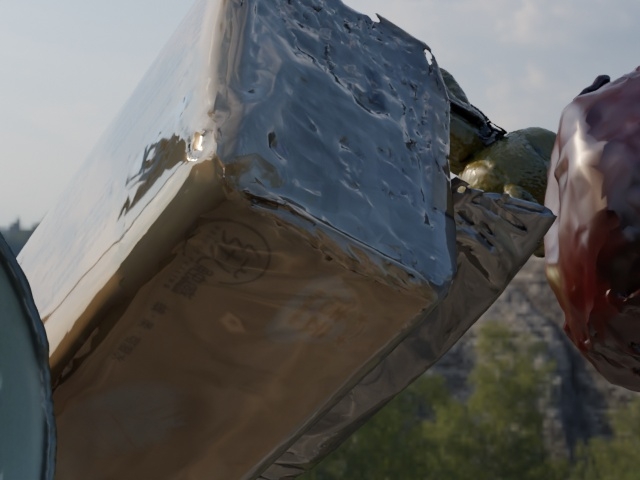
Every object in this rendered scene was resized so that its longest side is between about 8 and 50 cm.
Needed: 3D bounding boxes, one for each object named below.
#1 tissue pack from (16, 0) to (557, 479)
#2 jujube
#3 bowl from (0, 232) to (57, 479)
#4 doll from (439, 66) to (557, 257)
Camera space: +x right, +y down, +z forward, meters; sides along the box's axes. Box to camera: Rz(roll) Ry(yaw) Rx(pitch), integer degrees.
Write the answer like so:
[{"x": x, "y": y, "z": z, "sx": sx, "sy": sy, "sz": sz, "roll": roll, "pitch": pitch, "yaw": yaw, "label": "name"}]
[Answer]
[{"x": -0.041, "y": 0.040, "z": 0.625, "sx": 0.239, "sy": 0.238, "sz": 0.305, "roll": 1, "pitch": -39, "yaw": -45, "label": "tissue pack"}, {"x": 0.324, "y": -0.002, "z": 0.696, "sx": 0.377, "sy": 0.258, "sz": 0.258, "roll": 0, "pitch": -2, "yaw": -2, "label": "jujube"}, {"x": -0.267, "y": 0.101, "z": 0.482, "sx": 0.314, "sy": 0.313, "sz": 0.146, "roll": -1, "pitch": -20, "yaw": -10, "label": "bowl"}, {"x": 0.133, "y": -0.083, "z": 0.914, "sx": 0.097, "sy": 0.209, "sz": 0.137, "roll": -36, "pitch": -28, "yaw": 12, "label": "doll"}]
